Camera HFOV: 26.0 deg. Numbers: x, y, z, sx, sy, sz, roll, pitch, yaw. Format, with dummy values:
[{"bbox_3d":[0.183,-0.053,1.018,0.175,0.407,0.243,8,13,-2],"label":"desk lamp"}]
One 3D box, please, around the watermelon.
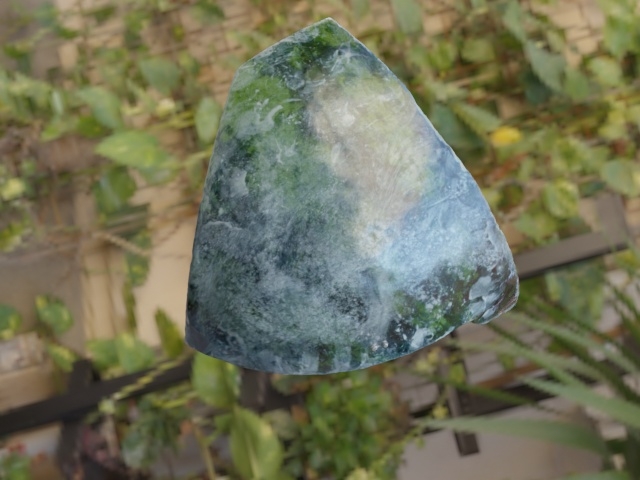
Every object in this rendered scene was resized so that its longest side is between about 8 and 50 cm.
[{"bbox_3d":[0.000,0.000,1.223,0.320,0.289,0.214,44,2,-12],"label":"watermelon"}]
